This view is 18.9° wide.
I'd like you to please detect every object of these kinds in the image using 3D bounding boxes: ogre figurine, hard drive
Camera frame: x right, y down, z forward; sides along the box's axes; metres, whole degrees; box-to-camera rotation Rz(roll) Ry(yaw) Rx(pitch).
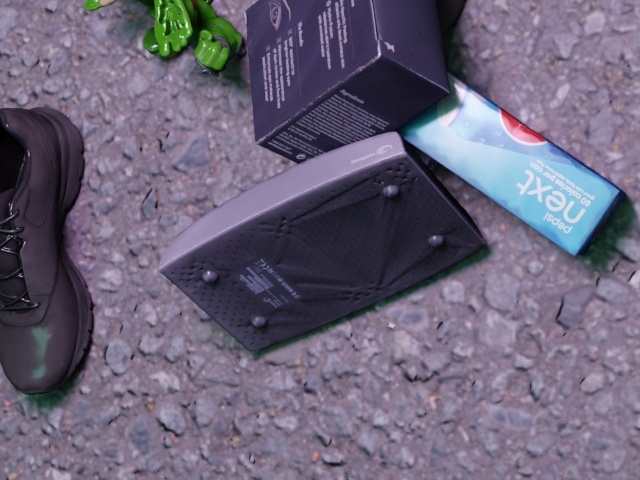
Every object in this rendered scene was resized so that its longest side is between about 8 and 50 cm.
[{"bbox_3d":[-0.143,-0.221,1.827,0.197,0.118,0.097,20,96,24],"label":"ogre figurine"},{"bbox_3d":[0.000,0.000,1.725,0.254,0.172,0.054,-25,46,20],"label":"hard drive"}]

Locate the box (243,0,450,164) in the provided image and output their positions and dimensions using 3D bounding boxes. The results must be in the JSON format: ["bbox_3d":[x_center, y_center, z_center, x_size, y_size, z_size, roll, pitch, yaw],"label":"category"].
[{"bbox_3d":[0.021,-0.166,1.688,0.158,0.093,0.156,-34,47,35],"label":"box"}]

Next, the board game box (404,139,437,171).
[{"bbox_3d":[0.046,-0.116,1.788,0.154,0.026,0.103,28,96,22],"label":"board game box"}]

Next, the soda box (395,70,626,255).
[{"bbox_3d":[0.162,-0.073,1.697,0.210,0.067,0.071,35,97,11],"label":"soda box"}]

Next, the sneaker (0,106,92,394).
[{"bbox_3d":[-0.296,0.007,1.860,0.109,0.130,0.286,-8,83,19],"label":"sneaker"}]

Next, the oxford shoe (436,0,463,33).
[{"bbox_3d":[0.093,-0.293,1.776,0.076,0.076,0.212,-4,85,52],"label":"oxford shoe"}]
